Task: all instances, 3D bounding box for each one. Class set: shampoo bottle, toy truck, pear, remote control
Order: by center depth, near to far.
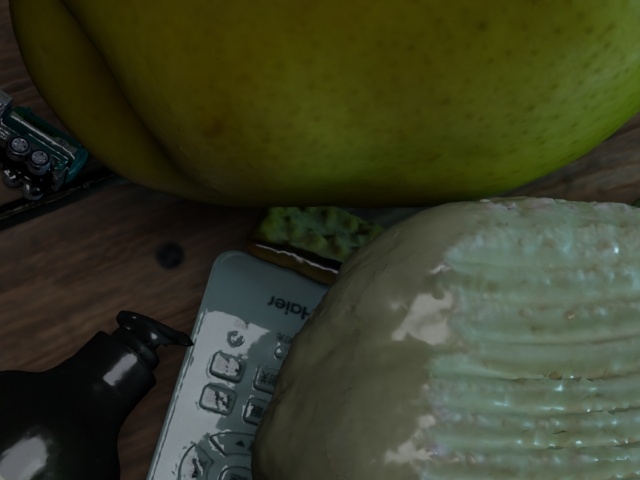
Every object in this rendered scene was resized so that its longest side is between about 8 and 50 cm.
[{"bbox_3d":[-0.183,0.145,0.651,0.101,0.101,0.284,41,71,6],"label":"shampoo bottle"},{"bbox_3d":[0.037,-0.192,0.655,0.418,0.362,0.362,-36,81,-19],"label":"pear"},{"bbox_3d":[-0.052,0.153,0.694,0.103,0.051,0.293,19,72,-8],"label":"remote control"},{"bbox_3d":[-0.187,-0.062,0.751,0.083,0.039,0.044,33,55,2],"label":"toy truck"}]

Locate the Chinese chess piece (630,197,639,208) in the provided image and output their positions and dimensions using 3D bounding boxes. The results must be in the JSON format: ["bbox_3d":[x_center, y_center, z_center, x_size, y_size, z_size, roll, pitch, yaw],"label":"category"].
[{"bbox_3d":[0.235,0.003,0.791,0.084,0.034,0.084,2,73,-7],"label":"Chinese chess piece"}]

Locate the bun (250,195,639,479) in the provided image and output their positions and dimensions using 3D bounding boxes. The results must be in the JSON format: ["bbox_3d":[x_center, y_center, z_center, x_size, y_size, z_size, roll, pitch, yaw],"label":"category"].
[{"bbox_3d":[0.124,0.162,0.629,0.365,0.219,0.365,10,64,-21],"label":"bun"}]

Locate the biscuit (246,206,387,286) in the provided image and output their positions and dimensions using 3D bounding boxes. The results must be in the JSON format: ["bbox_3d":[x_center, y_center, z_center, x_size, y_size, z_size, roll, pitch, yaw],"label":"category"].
[{"bbox_3d":[0.000,0.000,0.746,0.083,0.018,0.081,21,30,-2],"label":"biscuit"}]
